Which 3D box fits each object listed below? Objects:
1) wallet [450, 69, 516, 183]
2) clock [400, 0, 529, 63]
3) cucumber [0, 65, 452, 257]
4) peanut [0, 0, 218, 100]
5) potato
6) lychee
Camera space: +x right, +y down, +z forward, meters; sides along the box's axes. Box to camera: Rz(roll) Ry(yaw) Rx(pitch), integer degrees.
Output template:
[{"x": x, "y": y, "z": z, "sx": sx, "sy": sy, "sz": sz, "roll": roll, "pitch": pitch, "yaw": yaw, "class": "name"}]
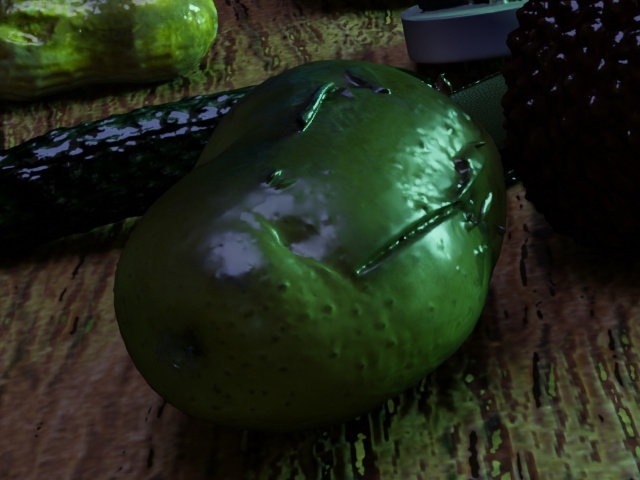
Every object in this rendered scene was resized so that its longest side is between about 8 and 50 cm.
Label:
[{"x": 0.114, "y": -0.073, "z": 1.195, "sx": 0.198, "sy": 0.031, "sz": 0.110, "roll": -25, "pitch": 27, "yaw": -35, "class": "wallet"}, {"x": 0.132, "y": -0.168, "z": 1.349, "sx": 0.172, "sy": 0.064, "sz": 0.198, "roll": 1, "pitch": 14, "yaw": 42, "class": "clock"}, {"x": -0.067, "y": -0.055, "z": 1.138, "sx": 0.294, "sy": 0.067, "sz": 0.067, "roll": -15, "pitch": 22, "yaw": 2, "class": "cucumber"}, {"x": -0.178, "y": -0.150, "z": 1.427, "sx": 0.207, "sy": 0.087, "sz": 0.087, "roll": -7, "pitch": 22, "yaw": 0, "class": "peanut"}, {"x": 0.000, "y": 0.000, "z": 0.911, "sx": 0.169, "sy": 0.143, "sz": 0.248, "roll": -9, "pitch": 20, "yaw": 30, "class": "potato"}, {"x": 0.178, "y": -0.079, "z": 1.000, "sx": 0.188, "sy": 0.188, "sz": 0.188, "roll": -8, "pitch": 22, "yaw": 3, "class": "lychee"}]
